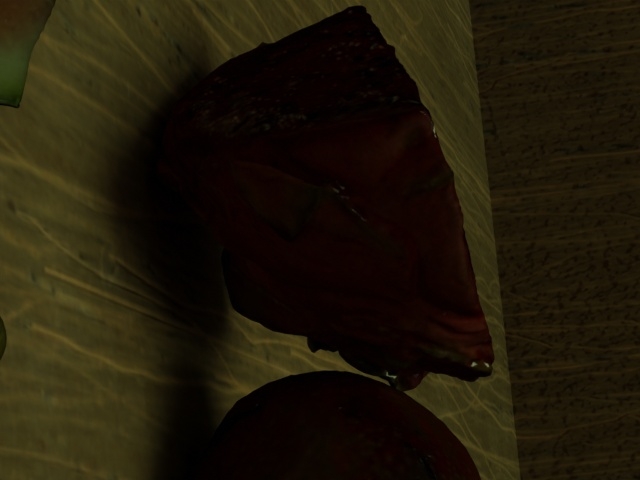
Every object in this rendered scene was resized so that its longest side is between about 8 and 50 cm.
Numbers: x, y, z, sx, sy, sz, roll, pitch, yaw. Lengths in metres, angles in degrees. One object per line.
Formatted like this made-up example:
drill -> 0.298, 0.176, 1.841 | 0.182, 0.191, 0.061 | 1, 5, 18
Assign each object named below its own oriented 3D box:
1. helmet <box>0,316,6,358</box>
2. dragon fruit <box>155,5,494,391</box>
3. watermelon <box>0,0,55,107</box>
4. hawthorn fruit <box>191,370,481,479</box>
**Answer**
helmet -> -0.156, 0.014, 0.473 | 0.257, 0.140, 0.205 | -43, 125, -78
dragon fruit -> 0.000, 0.000, 1.082 | 0.317, 0.152, 0.205 | -109, 180, -74
watermelon -> -0.154, -0.164, 0.698 | 0.145, 0.137, 0.193 | 46, -17, 43
hawthorn fruit -> 0.006, 0.157, 1.057 | 0.235, 0.181, 0.181 | -120, -164, -67
